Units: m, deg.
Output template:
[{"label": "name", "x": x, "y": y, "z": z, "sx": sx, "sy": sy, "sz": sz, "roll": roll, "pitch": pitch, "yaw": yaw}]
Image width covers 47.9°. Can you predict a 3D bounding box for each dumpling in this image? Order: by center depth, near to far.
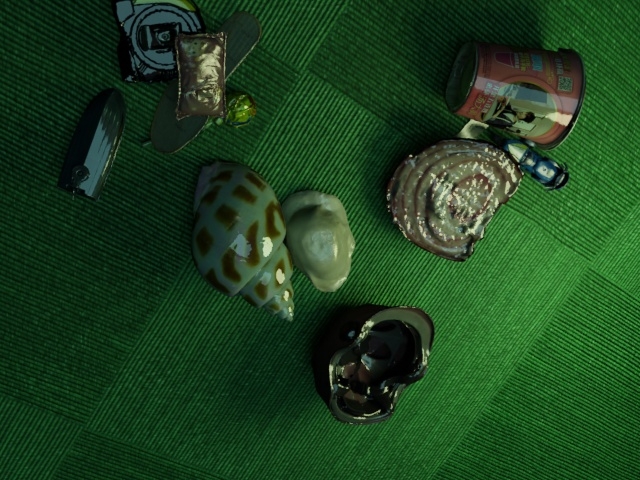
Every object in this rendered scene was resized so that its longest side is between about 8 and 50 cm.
[{"label": "dumpling", "x": 0.000, "y": 0.000, "z": 1.689, "sx": 0.162, "sy": 0.132, "sz": 0.250, "roll": -22, "pitch": 95, "yaw": -4}]

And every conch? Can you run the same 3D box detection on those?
[{"label": "conch", "x": -0.162, "y": 0.008, "z": 1.610, "sx": 0.249, "sy": 0.197, "sz": 0.368, "roll": -39, "pitch": 125, "yaw": -22}]

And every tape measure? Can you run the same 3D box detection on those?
[{"label": "tape measure", "x": -0.318, "y": -0.414, "z": 1.437, "sx": 0.186, "sy": 0.112, "sz": 0.199, "roll": -12, "pitch": 115, "yaw": -14}]

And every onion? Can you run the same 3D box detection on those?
[{"label": "onion", "x": 0.307, "y": -0.134, "z": 1.727, "sx": 0.280, "sy": 0.146, "sz": 0.314, "roll": 30, "pitch": 116, "yaw": -11}]

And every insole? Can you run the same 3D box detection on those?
[{"label": "insole", "x": -0.245, "y": -0.331, "z": 1.514, "sx": 0.119, "sy": 0.009, "sz": 0.348, "roll": 39, "pitch": 95, "yaw": 7}, {"label": "insole", "x": 0.348, "y": -0.244, "z": 1.762, "sx": 0.065, "sy": 0.006, "sz": 0.193, "roll": 38, "pitch": 96, "yaw": -25}]

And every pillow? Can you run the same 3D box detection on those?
[{"label": "pillow", "x": -0.239, "y": -0.326, "z": 1.438, "sx": 0.118, "sy": 0.043, "sz": 0.185, "roll": -13, "pitch": 126, "yaw": -29}]

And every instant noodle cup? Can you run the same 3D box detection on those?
[{"label": "instant noodle cup", "x": 0.432, "y": -0.345, "z": 1.640, "sx": 0.254, "sy": 0.244, "sz": 0.244, "roll": 11, "pitch": 108, "yaw": -12}]

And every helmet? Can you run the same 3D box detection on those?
[{"label": "helmet", "x": 0.113, "y": 0.279, "z": 1.797, "sx": 0.270, "sy": 0.197, "sz": 0.338, "roll": 26, "pitch": 94, "yaw": -33}]

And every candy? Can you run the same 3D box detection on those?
[{"label": "candy", "x": -0.262, "y": -0.250, "z": 1.549, "sx": 0.261, "sy": 0.073, "sz": 0.077, "roll": -21, "pitch": 126, "yaw": -1}]

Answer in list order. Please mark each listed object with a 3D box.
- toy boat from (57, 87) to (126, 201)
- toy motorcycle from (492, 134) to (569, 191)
[{"label": "toy boat", "x": -0.467, "y": -0.201, "z": 1.496, "sx": 0.092, "sy": 0.103, "sz": 0.246, "roll": 20, "pitch": 91, "yaw": -9}, {"label": "toy motorcycle", "x": 0.525, "y": -0.186, "z": 1.767, "sx": 0.254, "sy": 0.135, "sz": 0.092, "roll": 27, "pitch": 101, "yaw": -25}]
